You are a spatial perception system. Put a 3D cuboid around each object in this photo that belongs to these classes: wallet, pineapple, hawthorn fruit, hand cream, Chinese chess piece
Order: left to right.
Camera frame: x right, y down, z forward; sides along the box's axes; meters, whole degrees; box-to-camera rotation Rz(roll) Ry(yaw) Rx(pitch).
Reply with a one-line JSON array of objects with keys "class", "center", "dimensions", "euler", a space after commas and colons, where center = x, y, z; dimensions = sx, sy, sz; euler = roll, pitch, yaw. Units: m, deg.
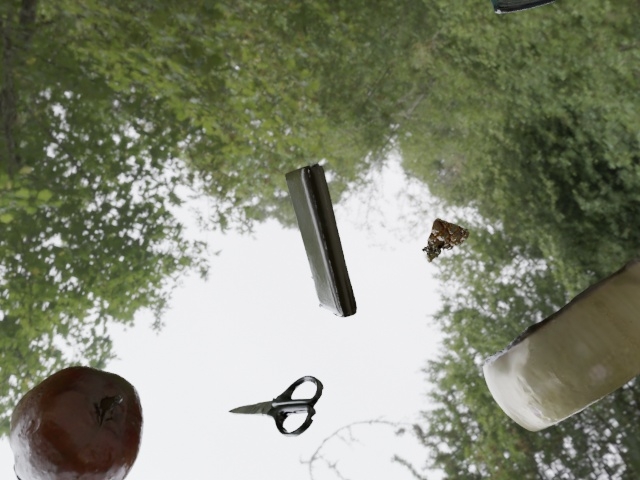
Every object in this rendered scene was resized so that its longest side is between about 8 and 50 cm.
[{"class": "hawthorn fruit", "center": [-0.388, 0.305, 1.009], "dimensions": [0.215, 0.250, 0.215], "euler": [25, -136, -27]}, {"class": "wallet", "center": [0.000, 0.000, 0.830], "dimensions": [0.031, 0.110, 0.198], "euler": [-16, -84, -16]}, {"class": "pineapple", "center": [0.261, -0.004, 1.379], "dimensions": [0.114, 0.114, 0.077], "euler": [18, -156, -42]}, {"class": "hand cream", "center": [0.263, -0.345, 0.853], "dimensions": [0.083, 0.048, 0.224], "euler": [-9, -151, 10]}, {"class": "Chinese chess piece", "center": [0.323, 0.126, 0.764], "dimensions": [0.257, 0.257, 0.104], "euler": [-15, -116, -47]}]

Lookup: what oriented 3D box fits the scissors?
[{"class": "scissors", "center": [-0.093, 0.304, 1.124], "dimensions": [0.022, 0.300, 0.109], "euler": [35, -123, -22]}]
